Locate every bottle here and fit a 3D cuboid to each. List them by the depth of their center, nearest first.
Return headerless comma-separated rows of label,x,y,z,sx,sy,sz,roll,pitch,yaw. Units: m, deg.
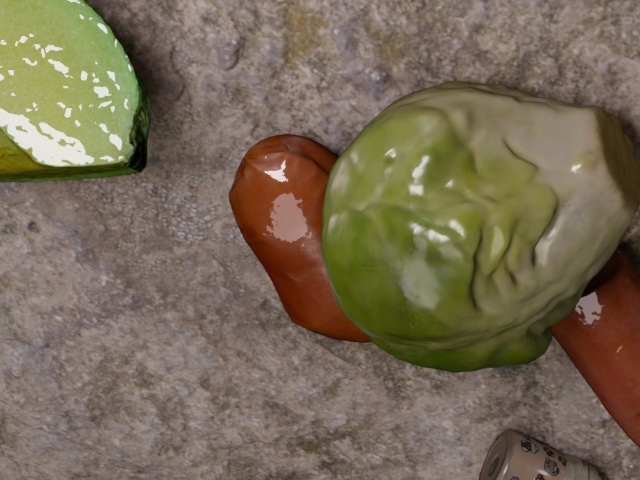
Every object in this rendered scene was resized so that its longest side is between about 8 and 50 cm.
bottle,0.263,0.284,1.999,0.152,0.099,0.099,26,135,-7

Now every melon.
melon,-0.336,-0.143,1.732,0.344,0.226,0.331,7,124,-4

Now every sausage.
sausage,0.002,-0.001,1.800,0.133,0.133,0.258,-12,123,29
sausage,0.326,0.126,1.816,0.113,0.113,0.259,-19,122,33

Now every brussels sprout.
brussels sprout,0.139,-0.014,1.652,0.274,0.242,0.316,26,125,-20
